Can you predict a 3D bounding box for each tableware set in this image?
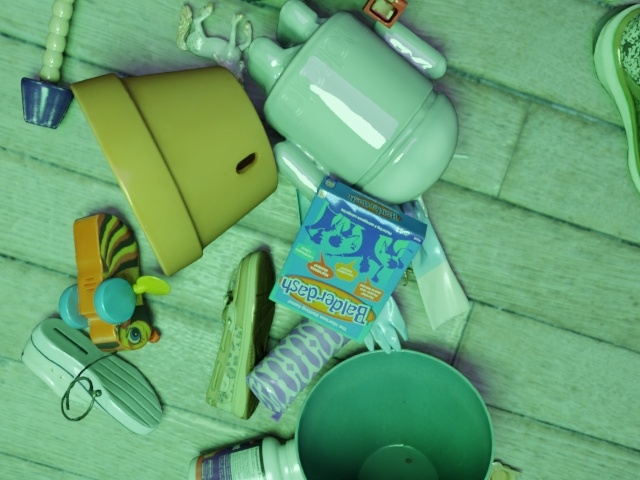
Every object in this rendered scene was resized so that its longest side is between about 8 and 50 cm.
[{"bbox_3d":[0.271,0.444,1.023,0.141,0.020,0.169,25,96,-4],"label":"tableware set"}]

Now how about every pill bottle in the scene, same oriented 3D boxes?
[{"bbox_3d":[-0.114,0.395,0.962,0.193,0.108,0.108,-15,97,0],"label":"pill bottle"}]

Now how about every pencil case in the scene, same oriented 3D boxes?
[{"bbox_3d":[-0.023,0.182,0.914,0.206,0.086,0.088,-40,119,-26],"label":"pencil case"}]

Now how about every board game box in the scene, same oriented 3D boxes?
[{"bbox_3d":[0.034,0.033,0.827,0.160,0.047,0.210,25,122,1],"label":"board game box"}]

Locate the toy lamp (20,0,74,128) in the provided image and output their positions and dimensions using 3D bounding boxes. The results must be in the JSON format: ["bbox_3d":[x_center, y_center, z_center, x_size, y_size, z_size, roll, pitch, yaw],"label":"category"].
[{"bbox_3d":[-0.404,-0.311,0.879,0.080,0.080,0.275,14,98,-3],"label":"toy lamp"}]

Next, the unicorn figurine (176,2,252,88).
[{"bbox_3d":[-0.155,-0.304,0.897,0.162,0.060,0.111,22,93,20],"label":"unicorn figurine"}]

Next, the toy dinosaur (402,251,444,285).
[{"bbox_3d":[0.111,0.020,0.958,0.183,0.053,0.093,19,81,-11],"label":"toy dinosaur"}]

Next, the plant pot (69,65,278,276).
[{"bbox_3d":[-0.195,-0.122,0.823,0.203,0.291,0.291,-27,98,-14],"label":"plant pot"}]

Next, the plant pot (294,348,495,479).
[{"bbox_3d":[0.119,0.347,0.903,0.290,0.290,0.195,-12,133,0],"label":"plant pot"}]

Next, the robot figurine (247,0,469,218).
[{"bbox_3d":[0.057,-0.189,0.845,0.353,0.200,0.300,38,87,-6],"label":"robot figurine"}]

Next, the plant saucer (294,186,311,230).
[{"bbox_3d":[0.000,0.000,0.960,0.067,0.018,0.192,-6,98,-1],"label":"plant saucer"}]

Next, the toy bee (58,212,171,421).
[{"bbox_3d":[-0.334,0.115,0.918,0.195,0.162,0.298,13,84,28],"label":"toy bee"}]

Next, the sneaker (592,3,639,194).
[{"bbox_3d":[0.564,-0.179,0.869,0.158,0.182,0.410,-31,97,2],"label":"sneaker"}]

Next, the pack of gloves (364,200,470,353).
[{"bbox_3d":[0.124,0.057,0.907,0.195,0.046,0.232,-30,100,-14],"label":"pack of gloves"}]

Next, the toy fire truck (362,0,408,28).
[{"bbox_3d":[0.131,-0.399,0.790,0.047,0.135,0.192,30,118,-13],"label":"toy fire truck"}]

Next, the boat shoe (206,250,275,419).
[{"bbox_3d":[-0.135,0.153,0.932,0.089,0.104,0.285,10,99,14],"label":"boat shoe"}]

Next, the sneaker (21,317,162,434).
[{"bbox_3d":[-0.380,0.238,0.955,0.258,0.094,0.091,43,113,-2],"label":"sneaker"}]
